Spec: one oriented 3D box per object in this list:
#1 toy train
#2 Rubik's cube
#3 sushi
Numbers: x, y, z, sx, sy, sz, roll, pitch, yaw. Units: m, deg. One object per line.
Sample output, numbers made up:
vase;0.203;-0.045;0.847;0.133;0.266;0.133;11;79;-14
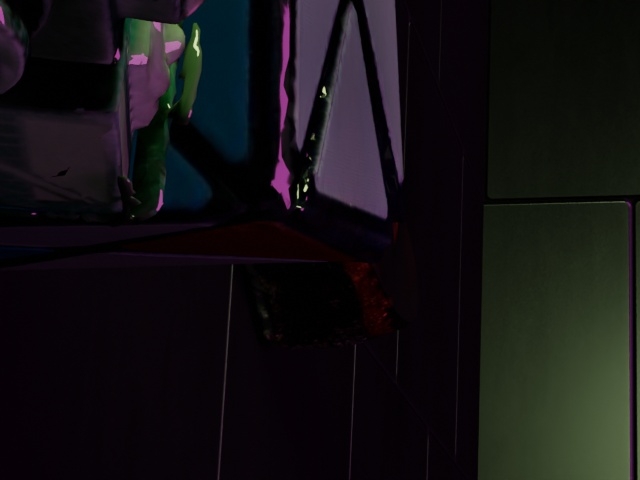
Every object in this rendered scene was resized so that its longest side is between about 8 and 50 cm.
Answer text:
toy train;-0.163;-0.079;0.517;0.154;0.269;0.115;99;-5;-63
Rubik's cube;-0.102;-0.116;0.797;0.250;0.246;0.248;18;72;-77
sushi;0.000;0.000;1.532;0.225;0.126;0.136;67;26;-44
